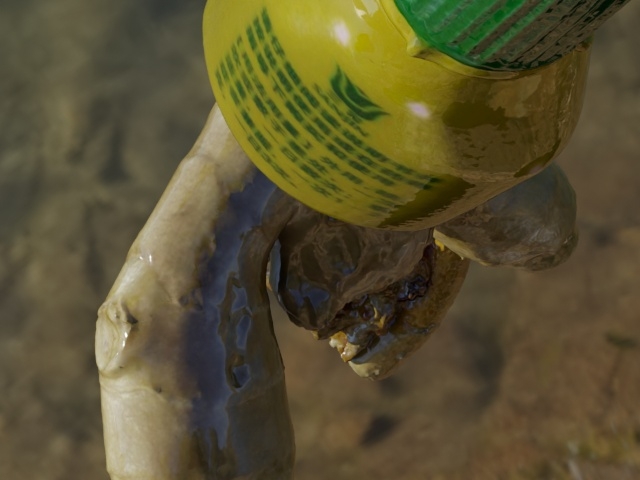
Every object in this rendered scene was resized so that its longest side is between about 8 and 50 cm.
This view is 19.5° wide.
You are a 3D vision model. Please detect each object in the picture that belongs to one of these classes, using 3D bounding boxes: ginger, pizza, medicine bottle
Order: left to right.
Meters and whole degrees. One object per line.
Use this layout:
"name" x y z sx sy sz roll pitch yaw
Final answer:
"ginger" -0.009 -0.048 1.006 0.363 0.348 0.122 -33 32 -24
"pizza" -0.001 0.002 1.196 0.194 0.154 0.069 24 31 -9
"medicine bottle" 0.030 -0.056 0.423 0.095 0.260 0.064 46 76 -3
